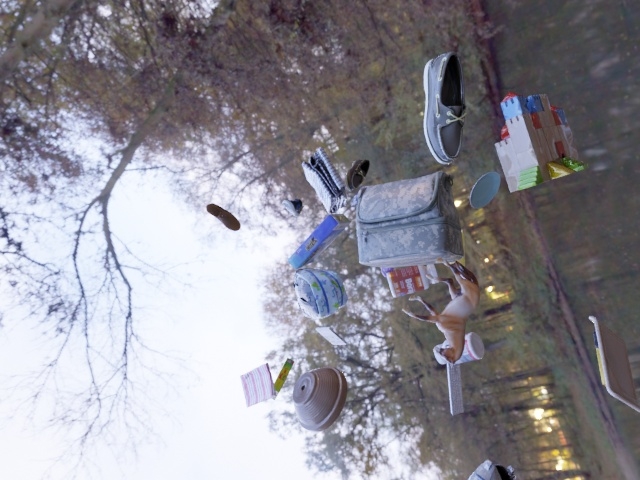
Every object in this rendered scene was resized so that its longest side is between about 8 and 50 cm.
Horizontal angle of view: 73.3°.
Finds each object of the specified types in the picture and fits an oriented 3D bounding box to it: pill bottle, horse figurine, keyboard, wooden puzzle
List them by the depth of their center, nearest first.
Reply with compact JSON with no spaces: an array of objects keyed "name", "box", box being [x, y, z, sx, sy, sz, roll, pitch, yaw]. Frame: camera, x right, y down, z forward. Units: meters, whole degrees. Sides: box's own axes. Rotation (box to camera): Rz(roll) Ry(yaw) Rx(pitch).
[{"name":"horse figurine","box":[0.322,0.155,1.069,0.174,0.263,0.066,35,153,13]},{"name":"wooden puzzle","box":[0.862,0.365,1.266,0.220,0.044,0.239,30,-130,-32]},{"name":"pill bottle","box":[0.567,0.450,1.770,0.107,0.180,0.108,23,-127,-35]},{"name":"keyboard","box":[0.602,0.639,1.919,0.072,0.014,0.256,0,-97,-24]},{"name":"pill bottle","box":[0.419,0.175,1.959,0.121,0.215,0.121,-17,-90,-81]}]

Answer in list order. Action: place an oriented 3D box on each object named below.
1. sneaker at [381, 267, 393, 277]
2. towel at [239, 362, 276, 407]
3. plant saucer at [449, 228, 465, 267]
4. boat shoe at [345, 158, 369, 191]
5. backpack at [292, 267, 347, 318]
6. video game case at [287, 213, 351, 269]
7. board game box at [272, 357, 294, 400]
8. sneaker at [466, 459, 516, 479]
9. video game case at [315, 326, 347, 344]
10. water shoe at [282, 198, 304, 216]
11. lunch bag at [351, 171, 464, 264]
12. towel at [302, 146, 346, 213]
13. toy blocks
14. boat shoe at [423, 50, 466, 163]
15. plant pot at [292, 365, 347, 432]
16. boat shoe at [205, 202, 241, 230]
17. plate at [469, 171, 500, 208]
[{"name":"sneaker","box":[0.348,0.124,2.198,0.071,0.068,0.170,-83,-3,-58]},{"name":"towel","box":[-0.272,0.619,1.836,0.029,0.197,0.144,10,-125,-49]},{"name":"plant saucer","box":[0.571,-0.036,2.103,0.333,0.080,0.333,59,177,38]},{"name":"boat shoe","box":[0.172,-0.304,1.961,0.081,0.068,0.228,61,-148,-30]},{"name":"backpack","box":[-0.007,0.279,2.281,0.355,0.273,0.291,107,150,-87]},{"name":"video game case","box":[0.000,0.000,1.857,0.061,0.269,0.244,45,-166,9]},{"name":"board game box","box":[-0.189,0.664,2.069,0.043,0.092,0.181,28,-137,3]},{"name":"sneaker","box":[0.462,0.620,1.067,0.281,0.115,0.105,36,174,-39]},{"name":"video game case","box":[0.047,0.410,1.846,0.122,0.087,0.011,46,-127,-26]},{"name":"water shoe","box":[-0.135,-0.183,2.166,0.072,0.080,0.203,37,176,11]},{"name":"lunch bag","box":[0.257,-0.060,1.296,0.212,0.304,0.256,15,-110,-54]},{"name":"towel","box":[0.023,-0.264,1.999,0.235,0.121,0.284,59,177,11]},{"name":"toy blocks","box":[0.625,-0.300,1.253,0.381,0.190,0.261,-17,-91,-39]},{"name":"boat shoe","box":[0.361,-0.375,1.225,0.091,0.109,0.306,-176,79,-68]},{"name":"plant pot","box":[-0.024,0.551,1.544,0.109,0.237,0.238,37,-147,-26]},{"name":"boat shoe","box":[-0.488,-0.122,2.201,0.207,0.073,0.073,39,-175,3]},{"name":"plate","box":[0.758,-0.237,1.999,0.024,0.188,0.188,45,179,44]}]
